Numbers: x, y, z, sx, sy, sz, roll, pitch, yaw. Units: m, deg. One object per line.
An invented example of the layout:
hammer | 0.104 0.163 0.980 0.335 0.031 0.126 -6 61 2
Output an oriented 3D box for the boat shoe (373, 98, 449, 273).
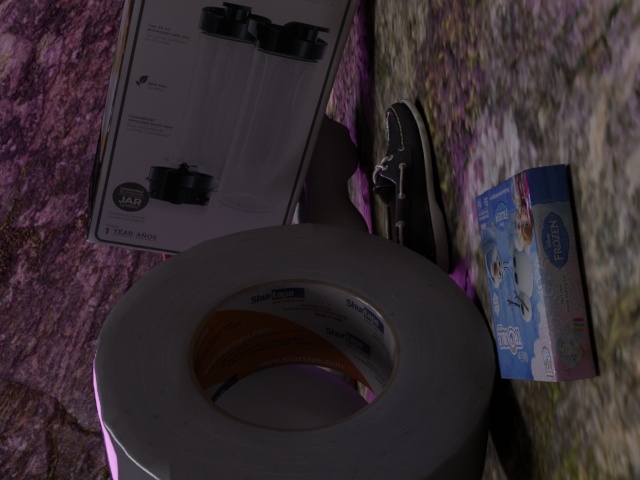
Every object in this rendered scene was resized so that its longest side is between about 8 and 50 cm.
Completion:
boat shoe | 0.053 -0.033 0.760 0.046 0.038 0.125 102 161 -70

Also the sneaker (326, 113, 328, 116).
sneaker | -0.005 -0.104 1.237 0.109 0.040 0.044 140 140 -78

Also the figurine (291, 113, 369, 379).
figurine | 0.000 0.000 1.082 0.215 0.092 0.210 100 166 -66

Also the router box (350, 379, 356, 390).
router box | -0.026 0.102 1.390 0.335 0.082 0.301 -120 24 -74

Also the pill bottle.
pill bottle | -0.049 0.191 0.842 0.283 0.160 0.160 116 147 -69

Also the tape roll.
tape roll | -0.014 0.086 0.665 0.219 0.219 0.072 -104 11 -49

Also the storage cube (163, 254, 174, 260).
storage cube | -0.121 0.028 1.664 0.215 0.193 0.184 -102 8 -45

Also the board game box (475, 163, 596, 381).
board game box | 0.094 0.017 0.531 0.090 0.020 0.090 135 127 -82

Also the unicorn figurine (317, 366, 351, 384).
unicorn figurine | 0.009 0.111 0.970 0.162 0.060 0.111 170 121 -82

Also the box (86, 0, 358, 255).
box | -0.081 -0.128 0.949 0.087 0.169 0.290 -104 26 -56
